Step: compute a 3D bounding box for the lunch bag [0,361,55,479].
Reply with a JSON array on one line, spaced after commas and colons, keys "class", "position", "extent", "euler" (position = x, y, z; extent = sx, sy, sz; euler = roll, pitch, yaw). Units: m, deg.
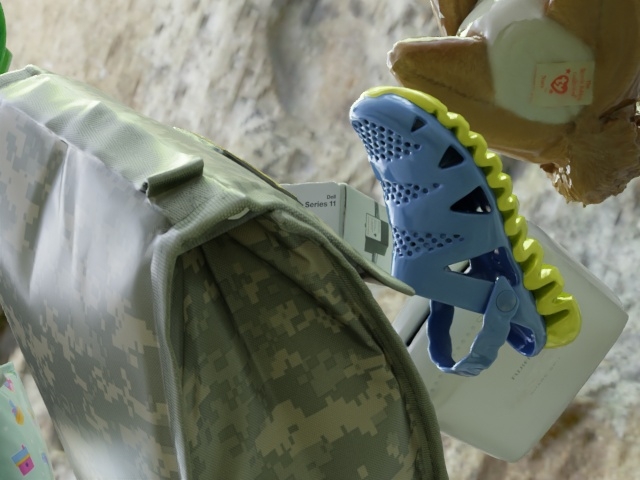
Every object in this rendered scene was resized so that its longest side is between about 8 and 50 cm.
[{"class": "lunch bag", "position": [-0.409, 0.270, 1.392], "extent": [0.262, 0.160, 0.223], "euler": [145, -77, -83]}]

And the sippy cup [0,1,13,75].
[{"class": "sippy cup", "position": [-0.568, -0.283, 1.482], "extent": [0.224, 0.305, 0.240], "euler": [27, -118, 34]}]

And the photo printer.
[{"class": "photo printer", "position": [0.202, 0.112, 1.300], "extent": [0.256, 0.307, 0.107], "euler": [-53, -130, 4]}]

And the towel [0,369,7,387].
[{"class": "towel", "position": [-0.473, 0.167, 0.882], "extent": [0.320, 0.090, 0.374], "euler": [30, -119, 25]}]

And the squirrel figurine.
[{"class": "squirrel figurine", "position": [0.281, -0.249, 1.461], "extent": [0.281, 0.397, 0.370], "euler": [-36, -154, 17]}]

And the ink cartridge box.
[{"class": "ink cartridge box", "position": [0.000, 0.000, 1.308], "extent": [0.153, 0.208, 0.087], "euler": [-2, -102, 26]}]

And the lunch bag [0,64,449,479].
[{"class": "lunch bag", "position": [-0.064, 0.050, 0.603], "extent": [0.235, 0.169, 0.287], "euler": [32, -34, 48]}]

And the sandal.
[{"class": "sandal", "position": [0.116, 0.004, 1.048], "extent": [0.138, 0.317, 0.126], "euler": [-38, -164, -15]}]
